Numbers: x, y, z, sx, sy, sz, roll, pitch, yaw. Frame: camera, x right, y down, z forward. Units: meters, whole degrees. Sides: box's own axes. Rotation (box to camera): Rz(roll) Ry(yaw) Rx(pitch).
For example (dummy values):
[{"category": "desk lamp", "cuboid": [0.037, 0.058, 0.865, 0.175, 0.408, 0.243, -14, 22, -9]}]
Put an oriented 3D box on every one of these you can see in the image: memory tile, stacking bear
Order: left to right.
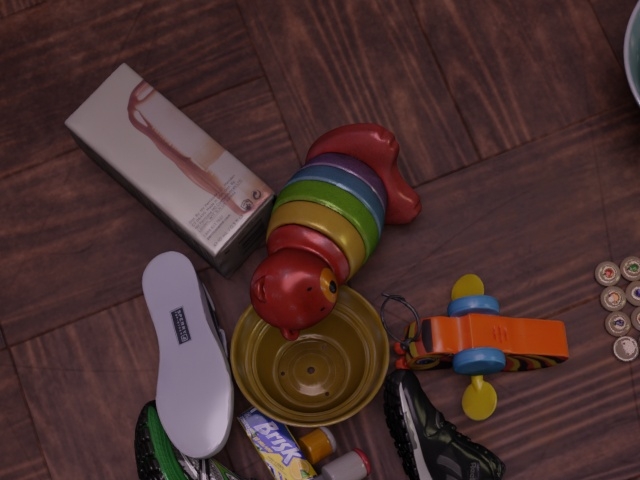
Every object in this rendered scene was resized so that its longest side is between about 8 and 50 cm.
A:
[{"category": "stacking bear", "cuboid": [0.000, 0.000, 1.571, 0.164, 0.175, 0.289, 1, 44, 31]}, {"category": "memory tile", "cuboid": [0.455, 0.093, 1.647, 0.113, 0.012, 0.148, -11, 77, 2]}]

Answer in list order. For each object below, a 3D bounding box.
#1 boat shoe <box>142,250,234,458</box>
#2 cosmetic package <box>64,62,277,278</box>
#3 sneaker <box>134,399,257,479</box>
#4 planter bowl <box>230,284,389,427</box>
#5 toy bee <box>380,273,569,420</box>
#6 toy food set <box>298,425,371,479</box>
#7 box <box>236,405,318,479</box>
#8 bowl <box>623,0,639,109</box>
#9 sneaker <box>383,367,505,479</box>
[{"category": "boat shoe", "cuboid": [-0.176, 0.164, 1.615, 0.108, 0.102, 0.301, -22, 62, 7]}, {"category": "cosmetic package", "cuboid": [-0.207, -0.098, 1.671, 0.296, 0.153, 0.129, 40, 81, 10]}, {"category": "sneaker", "cuboid": [-0.140, 0.360, 1.589, 0.146, 0.134, 0.344, -28, 71, -28]}, {"category": "planter bowl", "cuboid": [-0.014, 0.168, 1.616, 0.217, 0.090, 0.217, 0, 64, 0]}, {"category": "toy bee", "cuboid": [0.180, 0.131, 1.592, 0.298, 0.162, 0.195, 30, 57, -17]}, {"category": "toy food set", "cuboid": [0.066, 0.341, 1.529, 0.104, 0.111, 0.232, -26, 102, -21]}, {"category": "box", "cuboid": [-0.049, 0.304, 1.612, 0.054, 0.059, 0.169, -32, 77, -8]}, {"category": "bowl", "cuboid": [0.570, -0.232, 1.636, 0.311, 0.163, 0.312, -1, 78, 4]}, {"category": "sneaker", "cuboid": [0.177, 0.292, 1.567, 0.124, 0.107, 0.283, -21, 98, -10]}]
